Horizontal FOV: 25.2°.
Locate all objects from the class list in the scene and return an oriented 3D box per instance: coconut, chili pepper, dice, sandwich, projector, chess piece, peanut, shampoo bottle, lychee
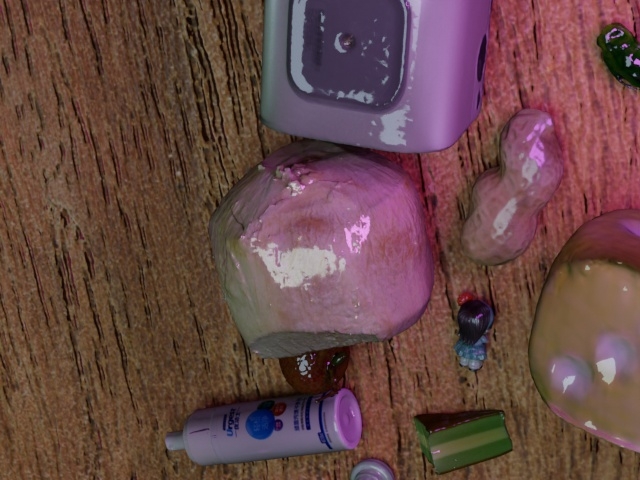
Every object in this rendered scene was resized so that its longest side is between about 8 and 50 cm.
[{"bbox_3d":[0.000,0.000,1.865,0.297,0.297,0.254,-12,107,25],"label":"coconut"},{"bbox_3d":[0.422,-0.210,1.750,0.182,0.050,0.073,19,109,12],"label":"chili pepper"},{"bbox_3d":[0.409,0.108,1.747,0.233,0.227,0.238,25,117,31],"label":"dice"},{"bbox_3d":[0.203,0.275,2.044,0.116,0.074,0.074,-15,105,-7],"label":"sandwich"},{"bbox_3d":[0.072,-0.266,1.752,0.248,0.248,0.249,11,113,18],"label":"projector"},{"bbox_3d":[0.063,0.367,2.078,0.067,0.103,0.067,7,111,19],"label":"chess piece"},{"bbox_3d":[0.250,-0.065,1.853,0.104,0.086,0.227,38,119,26],"label":"peanut"},{"bbox_3d":[-0.093,0.280,2.115,0.303,0.092,0.092,-10,106,25],"label":"shampoo bottle"},{"bbox_3d":[-0.005,0.174,2.026,0.140,0.114,0.101,42,158,28],"label":"lychee"}]

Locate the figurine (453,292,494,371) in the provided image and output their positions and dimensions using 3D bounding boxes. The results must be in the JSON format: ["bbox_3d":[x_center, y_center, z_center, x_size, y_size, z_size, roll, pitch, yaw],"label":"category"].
[{"bbox_3d":[0.208,0.127,1.967,0.060,0.047,0.106,38,135,46],"label":"figurine"}]
